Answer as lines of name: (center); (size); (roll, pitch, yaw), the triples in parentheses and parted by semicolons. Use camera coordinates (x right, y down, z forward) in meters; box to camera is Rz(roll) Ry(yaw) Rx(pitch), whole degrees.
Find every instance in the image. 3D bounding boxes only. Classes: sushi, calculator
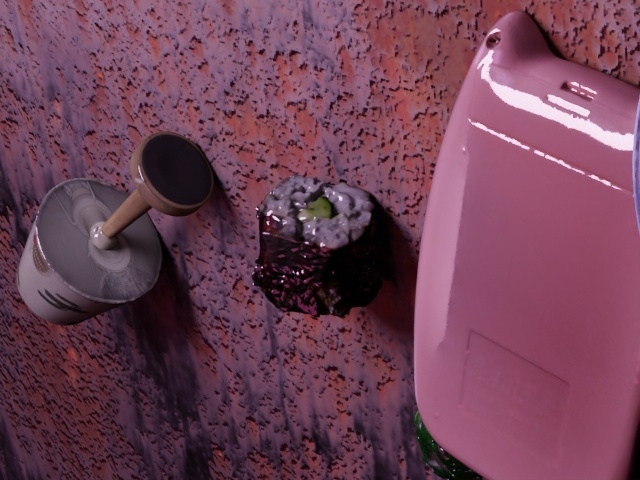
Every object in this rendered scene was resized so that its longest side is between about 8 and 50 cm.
sushi: (0.000, 0.001, 1.384); (0.094, 0.098, 0.084); (16, 130, 24)
calculator: (0.146, 0.034, 1.192); (0.220, 0.048, 0.330); (27, 120, 38)

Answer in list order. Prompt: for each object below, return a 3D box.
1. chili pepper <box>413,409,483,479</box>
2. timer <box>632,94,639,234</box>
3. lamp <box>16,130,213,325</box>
chili pepper: (0.138, 0.116, 1.297); (0.224, 0.061, 0.098); (-31, 80, 57)
timer: (0.308, -0.023, 0.894); (0.395, 0.173, 0.395); (32, 136, 37)
lamp: (-0.176, -0.008, 1.568); (0.214, 0.121, 0.121); (-37, 82, 45)
